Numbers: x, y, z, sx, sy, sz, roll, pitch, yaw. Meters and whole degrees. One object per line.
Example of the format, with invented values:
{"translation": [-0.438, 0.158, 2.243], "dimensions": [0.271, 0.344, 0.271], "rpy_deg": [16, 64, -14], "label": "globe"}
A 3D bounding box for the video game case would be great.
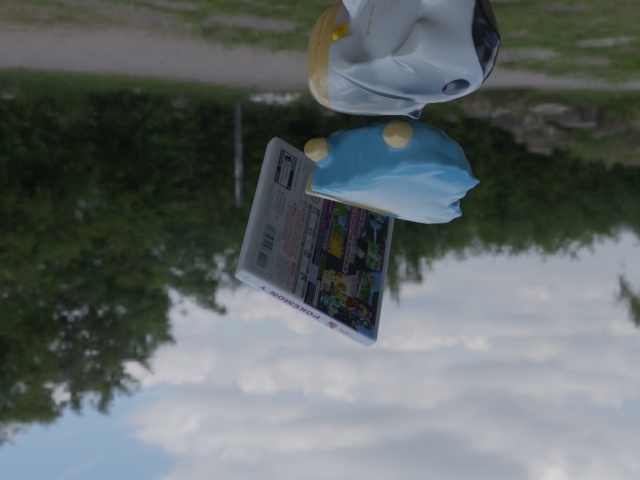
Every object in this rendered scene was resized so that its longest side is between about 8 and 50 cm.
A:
{"translation": [0.000, 0.000, 1.226], "dimensions": [0.183, 0.201, 0.023], "rpy_deg": [30, 138, -22], "label": "video game case"}

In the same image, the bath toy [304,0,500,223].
{"translation": [0.069, -0.191, 0.675], "dimensions": [0.129, 0.348, 0.151], "rpy_deg": [14, 173, -43], "label": "bath toy"}
